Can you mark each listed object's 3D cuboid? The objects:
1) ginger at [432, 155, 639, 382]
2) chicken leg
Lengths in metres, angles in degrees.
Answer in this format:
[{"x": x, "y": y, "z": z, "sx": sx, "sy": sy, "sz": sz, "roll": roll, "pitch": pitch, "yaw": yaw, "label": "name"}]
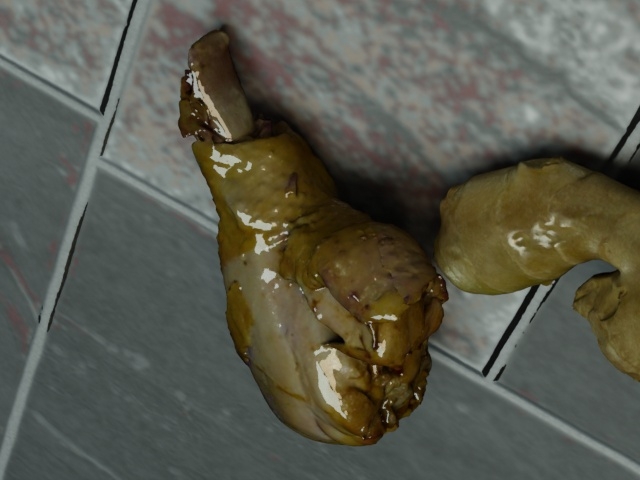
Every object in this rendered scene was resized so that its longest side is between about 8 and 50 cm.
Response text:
[{"x": 0.288, "y": 0.034, "z": 1.583, "sx": 0.363, "sy": 0.122, "sz": 0.348, "roll": 53, "pitch": 139, "yaw": 9, "label": "ginger"}, {"x": 0.000, "y": 0.000, "z": 1.706, "sx": 0.409, "sy": 0.182, "sz": 0.295, "roll": 66, "pitch": 160, "yaw": -9, "label": "chicken leg"}]
